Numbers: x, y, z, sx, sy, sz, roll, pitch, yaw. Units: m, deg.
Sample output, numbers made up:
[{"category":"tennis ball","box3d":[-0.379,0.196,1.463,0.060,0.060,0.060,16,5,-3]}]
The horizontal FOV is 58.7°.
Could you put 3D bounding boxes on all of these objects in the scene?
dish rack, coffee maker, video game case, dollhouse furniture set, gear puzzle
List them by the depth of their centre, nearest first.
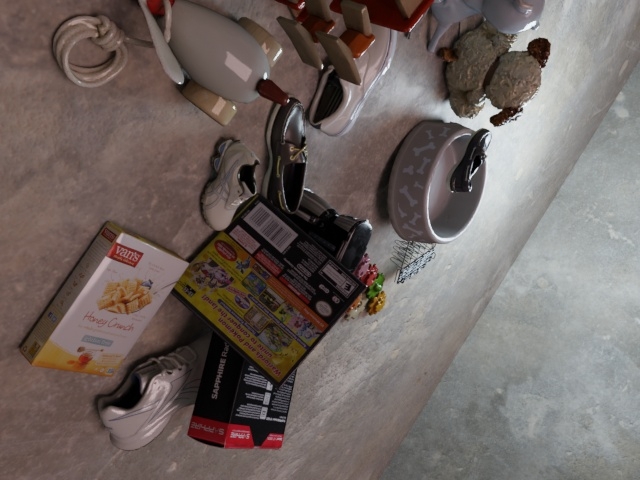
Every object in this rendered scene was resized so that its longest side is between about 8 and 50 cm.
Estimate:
[{"category":"dollhouse furniture set","box3d":[0.049,-0.366,0.834,0.262,0.259,0.135,-51,146,-8]},{"category":"video game case","box3d":[-0.097,0.088,1.051,0.248,0.275,0.035,-48,175,-16]},{"category":"coffee maker","box3d":[0.000,0.000,1.182,0.120,0.178,0.171,-20,133,-44]},{"category":"gear puzzle","box3d":[0.128,0.159,1.640,0.175,0.044,0.339,-53,149,-6]},{"category":"dish rack","box3d":[0.288,-0.003,1.698,0.208,0.074,0.271,-28,140,-38]}]

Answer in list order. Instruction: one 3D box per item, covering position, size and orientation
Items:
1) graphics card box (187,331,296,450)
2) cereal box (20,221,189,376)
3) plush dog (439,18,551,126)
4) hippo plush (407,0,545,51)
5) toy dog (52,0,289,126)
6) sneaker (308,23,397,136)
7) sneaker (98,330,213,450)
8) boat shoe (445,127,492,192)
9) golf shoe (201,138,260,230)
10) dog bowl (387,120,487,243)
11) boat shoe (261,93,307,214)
[{"category":"graphics card box","box3d":[-0.127,0.223,1.151,0.233,0.094,0.370,39,59,-59]},{"category":"cereal box","box3d":[-0.341,0.103,0.923,0.240,0.047,0.173,-56,149,-1]},{"category":"plush dog","box3d":[0.419,-0.401,1.357,0.211,0.225,0.262,-3,121,-54]},{"category":"hippo plush","box3d":[0.320,-0.505,1.110,0.234,0.237,0.294,-3,120,-54]},{"category":"toy dog","box3d":[-0.150,-0.261,0.746,0.334,0.161,0.220,0,118,-55]},{"category":"sneaker","box3d":[0.060,-0.313,1.060,0.091,0.094,0.258,-6,124,-58]},{"category":"sneaker","box3d":[-0.289,0.271,1.101,0.297,0.111,0.129,-41,140,-27]},{"category":"boat shoe","box3d":[0.390,-0.198,1.427,0.206,0.065,0.075,-54,135,-20]},{"category":"golf shoe","box3d":[-0.152,-0.083,0.983,0.069,0.086,0.176,-22,136,-47]},{"category":"dog bowl","box3d":[0.322,-0.148,1.503,0.349,0.102,0.348,-21,120,-42]},{"category":"boat shoe","box3d":[-0.056,-0.157,1.065,0.081,0.069,0.227,-26,138,-41]}]
